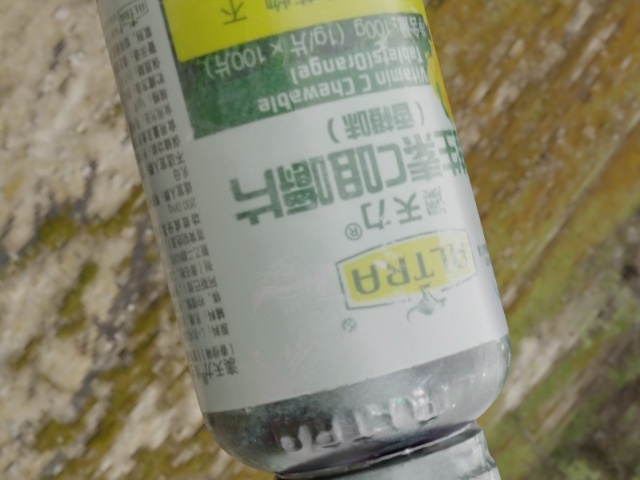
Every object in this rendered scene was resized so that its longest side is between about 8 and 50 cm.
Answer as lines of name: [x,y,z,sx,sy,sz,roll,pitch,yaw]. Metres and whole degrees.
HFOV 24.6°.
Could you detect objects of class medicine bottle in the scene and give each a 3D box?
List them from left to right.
medicine bottle: [0.000,0.000,0.648,0.141,0.293,0.141,-14,180,0]
